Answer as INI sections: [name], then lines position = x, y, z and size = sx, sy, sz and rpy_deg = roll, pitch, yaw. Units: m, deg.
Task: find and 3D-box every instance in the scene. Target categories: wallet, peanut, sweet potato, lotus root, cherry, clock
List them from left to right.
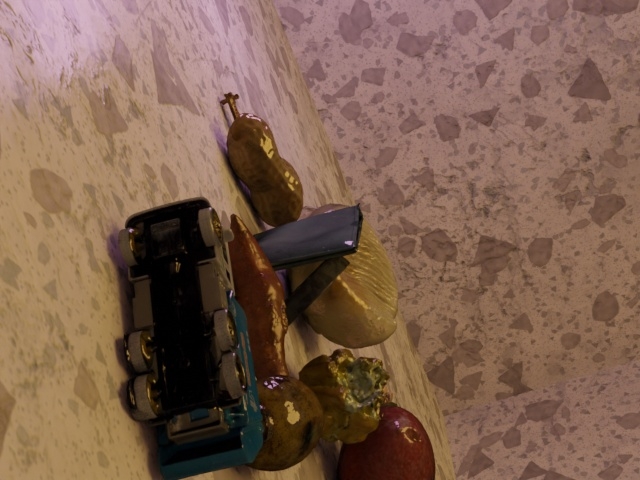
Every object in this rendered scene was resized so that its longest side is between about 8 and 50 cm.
[sweet potato]
position = -0.111, 0.126, 1.631
size = 0.106, 0.095, 0.355
rpy_deg = 52, 23, -74
[peanut]
position = -0.125, -0.160, 1.985
size = 0.136, 0.120, 0.298
rpy_deg = -72, 145, -44
[lotus root]
position = -0.078, 0.291, 1.390
size = 0.278, 0.154, 0.154
rpy_deg = 28, 44, -69
[wallet]
position = -0.034, 0.000, 1.839
size = 0.290, 0.251, 0.054
rpy_deg = -71, 145, -76
[clock]
position = -0.028, 0.107, 1.805
size = 0.042, 0.215, 0.215
rpy_deg = 45, 11, 0
[cherry]
position = 0.147, 0.494, 1.938
size = 0.307, 0.221, 0.261
rpy_deg = 89, 4, -50

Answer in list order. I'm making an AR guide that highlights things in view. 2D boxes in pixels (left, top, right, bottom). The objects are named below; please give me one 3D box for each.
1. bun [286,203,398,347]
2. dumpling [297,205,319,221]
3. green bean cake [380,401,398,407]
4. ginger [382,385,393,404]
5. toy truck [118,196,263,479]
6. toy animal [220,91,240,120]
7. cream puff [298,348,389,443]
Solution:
[bun]
position = 0.039, 0.095, 2.153
size = 0.365, 0.219, 0.365
rpy_deg = 43, 33, -37
[dumpling]
position = 0.000, 0.000, 2.365
size = 0.118, 0.136, 0.199
rpy_deg = 8, 74, -87
[green bean cake]
position = 0.183, 0.553, 2.393
size = 0.200, 0.113, 0.214
rpy_deg = 33, 40, -75
[ginger]
position = 0.202, 0.518, 2.681
size = 0.089, 0.075, 0.288
rpy_deg = -57, 147, -21
[toy truck]
position = -0.172, 0.132, 1.169
size = 0.175, 0.146, 0.367
rpy_deg = 68, 10, -63
[toy animal]
position = -0.167, -0.223, 2.090
size = 0.149, 0.054, 0.276
rpy_deg = -100, 166, -51
[cream puff]
position = 0.033, 0.328, 1.851
size = 0.221, 0.194, 0.195
rpy_deg = -70, 141, -57
